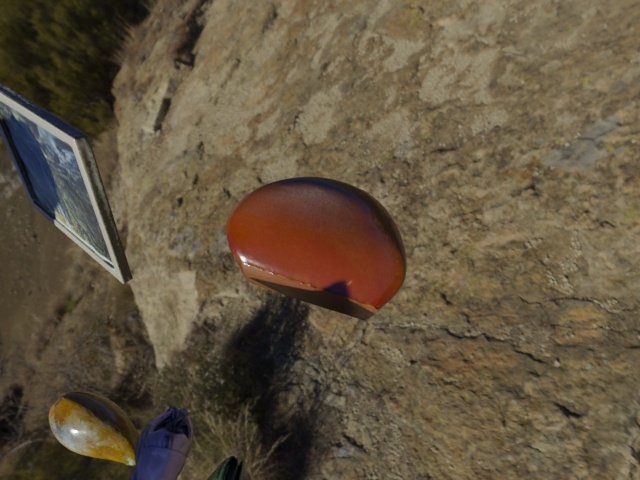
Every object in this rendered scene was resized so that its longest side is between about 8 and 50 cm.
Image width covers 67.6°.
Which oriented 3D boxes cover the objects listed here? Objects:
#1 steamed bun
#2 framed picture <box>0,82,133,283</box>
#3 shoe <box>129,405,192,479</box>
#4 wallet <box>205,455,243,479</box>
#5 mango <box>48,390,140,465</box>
[{"bbox_3d":[0.000,0.000,1.038,0.235,0.378,0.248,100,-171,-73],"label":"steamed bun"},{"bbox_3d":[-0.403,-0.095,0.723,0.324,0.241,0.020,29,46,31],"label":"framed picture"},{"bbox_3d":[-0.262,0.340,0.832,0.245,0.095,0.138,-126,59,-77],"label":"shoe"},{"bbox_3d":[-0.236,0.583,1.032,0.236,0.055,0.160,-55,15,39],"label":"wallet"},{"bbox_3d":[-0.667,0.567,1.432,0.146,0.316,0.193,-43,-23,-61],"label":"mango"}]
